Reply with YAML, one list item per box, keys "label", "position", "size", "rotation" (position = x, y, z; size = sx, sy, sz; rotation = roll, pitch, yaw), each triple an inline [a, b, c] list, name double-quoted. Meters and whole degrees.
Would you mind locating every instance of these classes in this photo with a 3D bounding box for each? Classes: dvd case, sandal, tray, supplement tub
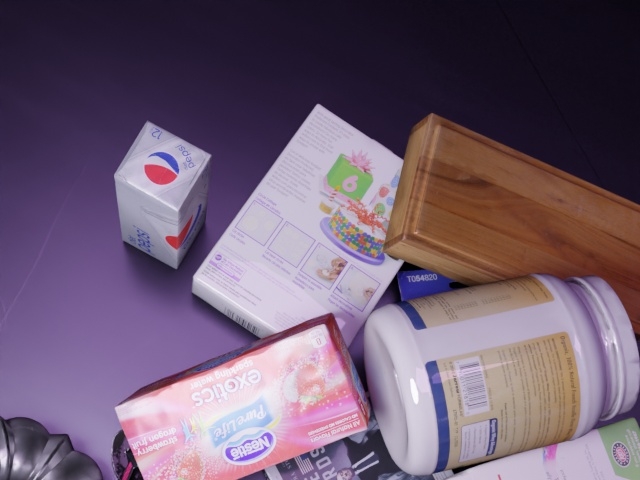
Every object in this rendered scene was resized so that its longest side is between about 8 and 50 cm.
- label: "dvd case"
  position: [0.051, 0.323, 1.580]
  size: [0.238, 0.029, 0.179]
  rotation: [-26, 78, -15]
- label: "sandal"
  position: [-0.244, 0.344, 1.531]
  size: [0.067, 0.040, 0.179]
  rotation: [-13, 75, -10]
- label: "tray"
  position: [0.306, -0.012, 1.631]
  size: [0.410, 0.076, 0.203]
  rotation: [21, 67, -15]
- label: "supplement tub"
  position: [0.235, 0.169, 1.474]
  size: [0.316, 0.228, 0.228]
  rotation: [-11, 75, -11]

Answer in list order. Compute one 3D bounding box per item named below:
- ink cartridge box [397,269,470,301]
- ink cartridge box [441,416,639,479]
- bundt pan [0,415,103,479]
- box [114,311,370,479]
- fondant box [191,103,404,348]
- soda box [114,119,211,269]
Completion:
- label: "ink cartridge box"
  position: [0.237, 0.138, 1.637]
  size: [0.223, 0.045, 0.224]
  rotation: [-5, 74, -16]
- label: "ink cartridge box"
  position: [0.293, 0.389, 1.506]
  size: [0.353, 0.119, 0.207]
  rotation: [-11, 74, -24]
- label: "bundt pan"
  position: [-0.389, 0.346, 1.376]
  size: [0.330, 0.124, 0.331]
  rotation: [26, 32, -18]
- label: "box"
  position: [-0.097, 0.224, 1.480]
  size: [0.300, 0.142, 0.154]
  rotation: [-21, 91, 5]
- label: "fondant box"
  position: [0.000, 0.000, 1.638]
  size: [0.238, 0.096, 0.330]
  rotation: [34, 73, 3]
- label: "soda box"
  position: [-0.215, -0.054, 1.528]
  size: [0.098, 0.286, 0.091]
  rotation: [28, 72, 1]
